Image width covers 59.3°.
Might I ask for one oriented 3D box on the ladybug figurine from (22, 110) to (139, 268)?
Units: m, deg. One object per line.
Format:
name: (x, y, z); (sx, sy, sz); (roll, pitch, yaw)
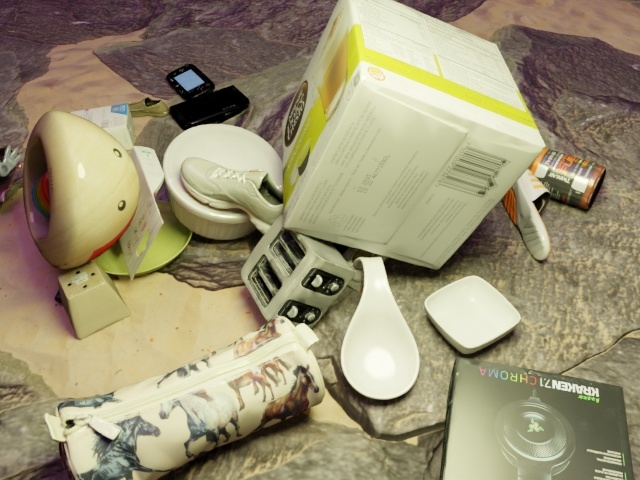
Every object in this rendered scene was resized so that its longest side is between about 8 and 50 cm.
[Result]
ladybug figurine: (-0.486, -0.098, 1.131); (0.161, 0.305, 0.449); (-6, 4, -35)

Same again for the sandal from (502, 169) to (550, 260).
sandal: (0.468, -0.068, 1.234); (0.076, 0.102, 0.265); (-6, 52, -3)

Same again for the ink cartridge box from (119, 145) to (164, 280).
ink cartridge box: (-0.372, -0.057, 1.179); (0.056, 0.181, 0.225); (2, 46, -43)

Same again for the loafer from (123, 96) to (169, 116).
loafer: (-0.526, -0.403, 1.685); (0.147, 0.050, 0.056); (2, 44, 6)

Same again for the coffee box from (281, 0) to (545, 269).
coffee box: (0.138, -0.205, 1.056); (0.338, 0.338, 0.334); (14, 45, -19)

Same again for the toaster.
toaster: (-0.047, 0.056, 1.079); (0.168, 0.110, 0.186); (-52, 47, 17)

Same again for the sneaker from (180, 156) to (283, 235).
sneaker: (-0.155, -0.114, 1.126); (0.262, 0.121, 0.099); (27, 52, 1)

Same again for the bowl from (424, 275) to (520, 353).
bowl: (0.279, 0.144, 1.052); (0.142, 0.053, 0.142); (-23, 48, -19)

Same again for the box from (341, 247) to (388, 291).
box: (0.147, -0.020, 1.225); (0.067, 0.063, 0.324); (28, 52, 23)

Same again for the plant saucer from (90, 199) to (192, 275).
plant saucer: (-0.404, -0.001, 1.268); (0.240, 0.037, 0.241); (-3, 44, 3)

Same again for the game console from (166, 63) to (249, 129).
game console: (-0.383, -0.452, 1.731); (0.213, 0.044, 0.361); (-26, 47, -21)

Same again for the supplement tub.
supplement tub: (0.542, -0.152, 1.302); (0.197, 0.106, 0.106); (25, 51, 27)

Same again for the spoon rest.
spoon rest: (0.098, 0.145, 1.007); (0.137, 0.084, 0.277); (-2, 59, -4)

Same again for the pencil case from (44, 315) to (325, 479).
pencil case: (-0.195, 0.255, 0.880); (0.410, 0.184, 0.160); (-20, 63, -17)

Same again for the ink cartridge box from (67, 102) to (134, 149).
ink cartridge box: (-0.645, -0.301, 1.568); (0.230, 0.078, 0.134); (-11, 44, -7)

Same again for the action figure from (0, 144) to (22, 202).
action figure: (-0.932, -0.151, 1.410); (0.370, 0.248, 0.276); (-1, 85, 21)

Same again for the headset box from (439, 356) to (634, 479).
headset box: (0.293, 0.336, 0.795); (0.246, 0.131, 0.283); (9, 46, 14)

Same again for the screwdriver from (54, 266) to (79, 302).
screwdriver: (-0.529, 0.068, 1.218); (0.025, 0.024, 0.170); (-21, 35, 26)

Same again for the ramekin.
ramekin: (-0.221, -0.122, 1.268); (0.272, 0.127, 0.273); (9, 52, -12)

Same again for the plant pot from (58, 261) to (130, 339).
plant pot: (-0.458, 0.109, 1.115); (0.109, 0.096, 0.109); (-27, 49, -22)
